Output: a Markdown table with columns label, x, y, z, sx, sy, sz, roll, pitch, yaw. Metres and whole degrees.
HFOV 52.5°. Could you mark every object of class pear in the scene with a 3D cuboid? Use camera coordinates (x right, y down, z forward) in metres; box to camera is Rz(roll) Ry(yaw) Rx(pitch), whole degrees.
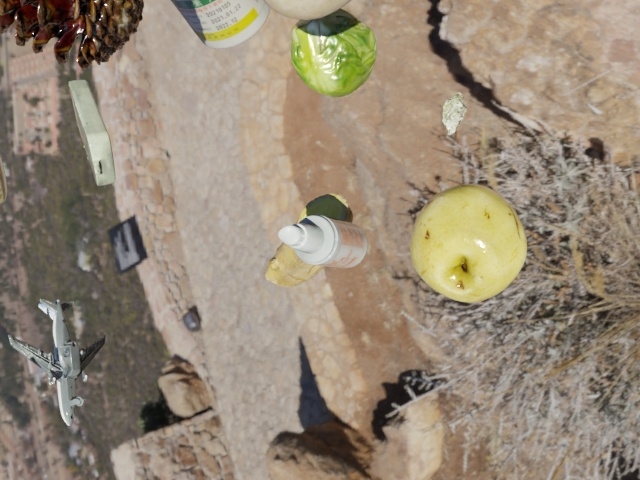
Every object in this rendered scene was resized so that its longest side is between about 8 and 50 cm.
| label | x | y | z | sx | sy | sz | roll | pitch | yaw |
| --- | --- | --- | --- | --- | --- | --- | --- | --- | --- |
| pear | 0.382 | 0.002 | 1.690 | 0.309 | 0.309 | 0.309 | 10 | 104 | 45 |

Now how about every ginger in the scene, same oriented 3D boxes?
| label | x | y | z | sx | sy | sz | roll | pitch | yaw |
| --- | --- | --- | --- | --- | --- | --- | --- | --- | --- |
| ginger | -0.019 | 0.005 | 1.606 | 0.126 | 0.190 | 0.354 | 66 | 146 | 21 |

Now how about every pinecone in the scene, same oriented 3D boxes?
| label | x | y | z | sx | sy | sz | roll | pitch | yaw |
| --- | --- | --- | --- | --- | --- | --- | --- | --- | --- |
| pinecone | -0.452 | -0.430 | 1.115 | 0.246 | 0.292 | 0.246 | -168 | 90 | -88 |

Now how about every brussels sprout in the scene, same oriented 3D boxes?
| label | x | y | z | sx | sy | sz | roll | pitch | yaw |
| --- | --- | --- | --- | --- | --- | --- | --- | --- | --- |
| brussels sprout | 0.028 | -0.449 | 1.556 | 0.161 | 0.223 | 0.223 | -170 | 75 | -65 |

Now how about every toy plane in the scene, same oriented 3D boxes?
| label | x | y | z | sx | sy | sz | roll | pitch | yaw |
| --- | --- | --- | --- | --- | --- | --- | --- | --- | --- |
| toy plane | -0.448 | 0.205 | 1.132 | 0.058 | 0.226 | 0.226 | -25 | 73 | 18 |

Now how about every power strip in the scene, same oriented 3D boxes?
| label | x | y | z | sx | sy | sz | roll | pitch | yaw |
| --- | --- | --- | --- | --- | --- | --- | --- | --- | --- |
| power strip | -0.325 | -0.159 | 0.920 | 0.227 | 0.029 | 0.079 | -126 | 30 | -45 |

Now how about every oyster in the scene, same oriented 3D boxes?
| label | x | y | z | sx | sy | sz | roll | pitch | yaw |
| --- | --- | --- | --- | --- | --- | --- | --- | --- | --- |
| oyster | 0.366 | -0.348 | 1.774 | 0.098 | 0.100 | 0.037 | -49 | 52 | 4 |

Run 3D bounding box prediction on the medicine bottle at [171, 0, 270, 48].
| label | x | y | z | sx | sy | sz | roll | pitch | yaw |
| --- | --- | --- | --- | --- | --- | --- | --- | --- | --- |
| medicine bottle | -0.277 | -0.632 | 1.504 | 0.208 | 0.339 | 0.208 | -11 | 59 | 20 |

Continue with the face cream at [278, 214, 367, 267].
| label | x | y | z | sx | sy | sz | roll | pitch | yaw |
| --- | --- | --- | --- | --- | --- | --- | --- | --- | --- |
| face cream | 0.000 | 0.000 | 1.280 | 0.101 | 0.252 | 0.101 | -3 | 84 | 27 |

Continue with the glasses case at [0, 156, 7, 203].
| label | x | y | z | sx | sy | sz | roll | pitch | yaw |
| --- | --- | --- | --- | --- | --- | --- | --- | --- | --- |
| glasses case | -0.626 | -0.208 | 1.114 | 0.156 | 0.098 | 0.425 | 54 | 152 | 18 |

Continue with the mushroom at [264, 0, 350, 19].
| label | x | y | z | sx | sy | sz | roll | pitch | yaw |
| --- | --- | --- | --- | --- | --- | --- | --- | --- | --- |
| mushroom | -0.022 | -0.459 | 1.093 | 0.204 | 0.204 | 0.204 | 10 | 104 | 45 |
